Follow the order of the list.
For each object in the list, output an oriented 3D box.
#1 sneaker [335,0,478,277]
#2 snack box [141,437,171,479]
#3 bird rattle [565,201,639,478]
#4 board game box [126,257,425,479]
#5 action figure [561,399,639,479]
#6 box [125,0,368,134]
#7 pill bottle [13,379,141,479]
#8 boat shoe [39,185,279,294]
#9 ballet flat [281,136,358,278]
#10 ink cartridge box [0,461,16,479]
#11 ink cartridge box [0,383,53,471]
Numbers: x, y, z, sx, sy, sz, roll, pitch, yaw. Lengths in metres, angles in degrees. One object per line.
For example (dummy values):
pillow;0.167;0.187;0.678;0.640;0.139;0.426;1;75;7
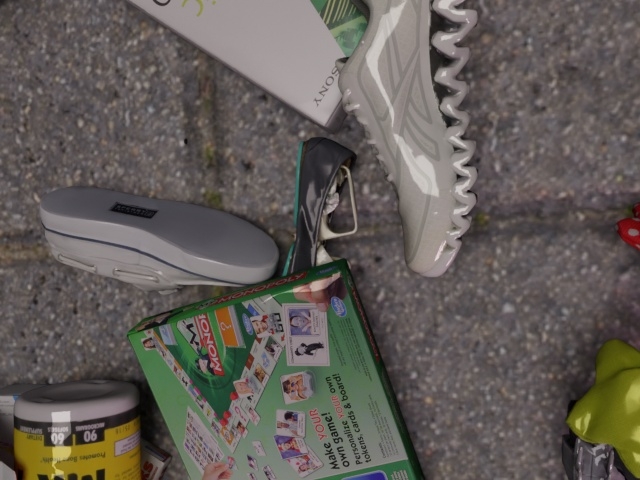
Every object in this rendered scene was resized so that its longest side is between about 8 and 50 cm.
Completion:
sneaker;0.074;-0.111;0.544;0.119;0.110;0.291;-4;98;-3
snack box;-0.232;0.303;0.682;0.064;0.022;0.178;28;96;10
bird rattle;0.312;0.085;0.496;0.207;0.253;0.143;42;141;-12
board game box;-0.026;0.195;0.588;0.214;0.046;0.317;-17;102;13
action figure;0.246;0.290;0.544;0.186;0.099;0.284;5;97;3
box;-0.058;-0.289;0.612;0.322;0.058;0.232;34;98;8
pill bottle;-0.240;0.254;0.611;0.119;0.119;0.208;-2;89;12
boat shoe;-0.166;0.011;0.637;0.258;0.095;0.084;16;123;14
ballet flat;0.000;0.000;0.603;0.074;0.074;0.203;9;91;12
ink cartridge box;-0.365;0.272;0.644;0.233;0.066;0.188;11;102;28
ink cartridge box;-0.322;0.227;0.684;0.089;0.052;0.122;-3;92;13
